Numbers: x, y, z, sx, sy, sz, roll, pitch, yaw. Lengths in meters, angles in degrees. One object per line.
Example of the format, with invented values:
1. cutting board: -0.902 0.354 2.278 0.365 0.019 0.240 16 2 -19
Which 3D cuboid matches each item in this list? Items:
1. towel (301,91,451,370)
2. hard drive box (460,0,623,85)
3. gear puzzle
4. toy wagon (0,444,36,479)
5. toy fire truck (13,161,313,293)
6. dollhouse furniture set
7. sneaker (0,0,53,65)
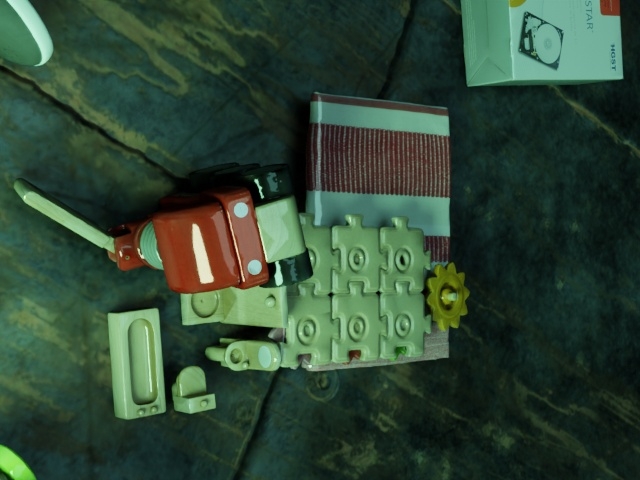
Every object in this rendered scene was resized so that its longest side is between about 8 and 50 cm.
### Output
1. towel: 0.070 -0.009 1.533 0.237 0.037 0.329 1 90 -42
2. hard drive box: 0.305 -0.305 1.702 0.232 0.089 0.181 -7 95 -39
3. gear puzzle: 0.063 0.058 1.481 0.339 0.044 0.175 1 88 -44
4. toy wagon: -0.295 0.335 1.080 0.267 0.344 0.068 -45 150 -29
5. toy fire truck: -0.163 -0.014 1.259 0.246 0.217 0.158 -17 101 -23
6. dollhouse furniture set: -0.129 0.114 1.328 0.151 0.123 0.144 -5 93 -39
7. sneaker: -0.385 -0.213 1.125 0.296 0.105 0.146 38 60 -35
